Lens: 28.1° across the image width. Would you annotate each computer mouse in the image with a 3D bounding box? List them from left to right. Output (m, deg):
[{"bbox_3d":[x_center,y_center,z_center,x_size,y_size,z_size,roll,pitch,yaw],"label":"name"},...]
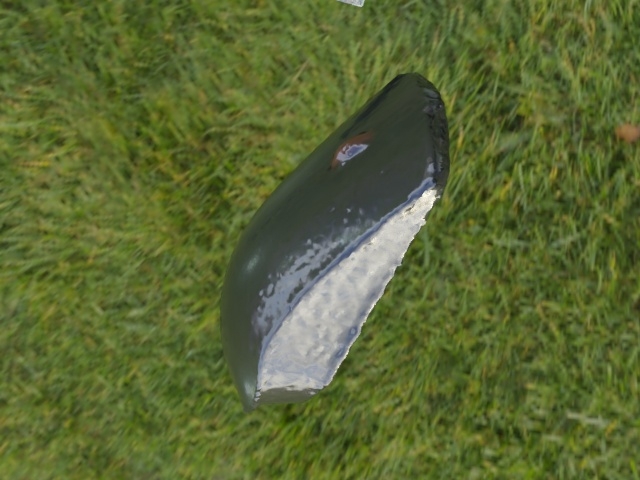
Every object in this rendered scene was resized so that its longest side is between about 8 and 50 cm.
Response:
[{"bbox_3d":[-0.005,-0.001,0.961,0.087,0.168,0.295,22,120,-18],"label":"computer mouse"}]

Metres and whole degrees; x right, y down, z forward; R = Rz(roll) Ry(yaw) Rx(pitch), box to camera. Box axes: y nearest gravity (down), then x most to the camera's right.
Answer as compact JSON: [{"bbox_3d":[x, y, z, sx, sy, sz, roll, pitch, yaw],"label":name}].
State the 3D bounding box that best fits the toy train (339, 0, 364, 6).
[{"bbox_3d":[-0.060,-0.305,1.342,0.234,0.051,0.052,13,141,-4],"label":"toy train"}]
